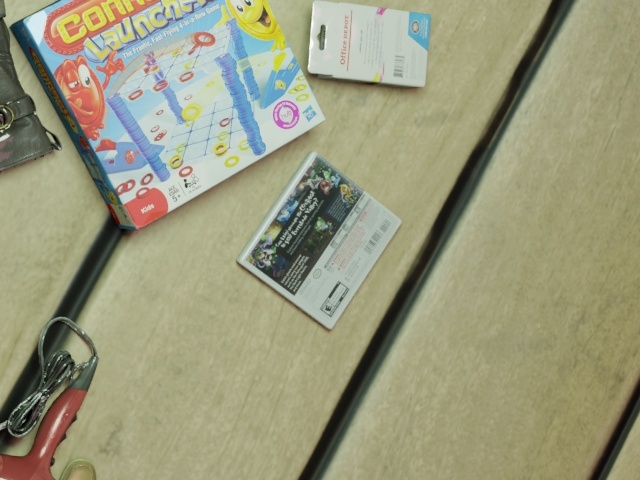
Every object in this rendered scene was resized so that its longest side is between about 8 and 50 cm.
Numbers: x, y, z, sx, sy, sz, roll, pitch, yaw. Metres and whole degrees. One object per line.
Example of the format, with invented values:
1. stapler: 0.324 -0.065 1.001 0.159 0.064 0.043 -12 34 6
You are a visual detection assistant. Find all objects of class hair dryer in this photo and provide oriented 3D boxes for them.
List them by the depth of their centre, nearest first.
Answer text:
1. hair dryer: -0.353 0.263 1.780 0.223 0.080 0.294 -22 92 -18

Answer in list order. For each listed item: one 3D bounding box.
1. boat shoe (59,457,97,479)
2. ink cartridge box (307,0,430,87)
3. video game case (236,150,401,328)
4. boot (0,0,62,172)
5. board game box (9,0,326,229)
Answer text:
1. boat shoe: -0.325 0.364 1.837 0.056 0.048 0.153 17 87 -23
2. ink cartridge box: 0.058 -0.273 1.947 0.181 0.061 0.104 4 92 -24
3. video game case: 0.000 0.000 1.965 0.173 0.022 0.190 38 80 -21
4. boot: -0.467 -0.169 1.719 0.263 0.091 0.229 -17 105 -17
5. board game box: -0.194 -0.219 1.830 0.308 0.086 0.302 -32 106 -18
